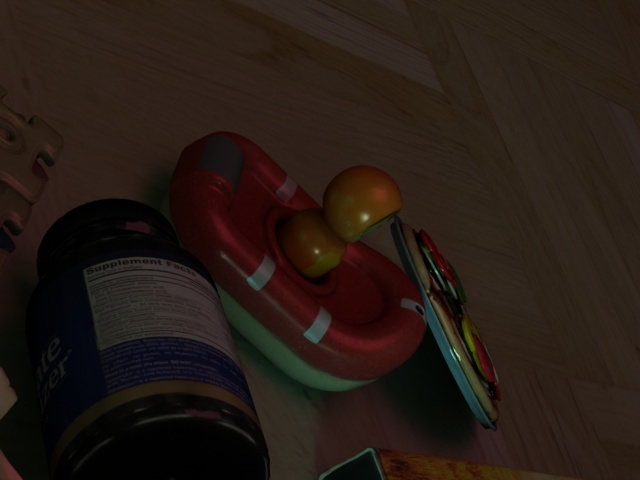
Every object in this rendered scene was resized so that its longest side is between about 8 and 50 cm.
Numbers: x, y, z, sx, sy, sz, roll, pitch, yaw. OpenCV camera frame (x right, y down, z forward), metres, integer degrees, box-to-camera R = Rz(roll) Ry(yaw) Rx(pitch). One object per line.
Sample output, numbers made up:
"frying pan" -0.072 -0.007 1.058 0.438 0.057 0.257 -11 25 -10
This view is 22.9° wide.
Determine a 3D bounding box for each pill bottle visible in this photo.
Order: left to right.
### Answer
"pill bottle" -0.110 0.075 0.941 0.123 0.123 0.219 33 21 -35

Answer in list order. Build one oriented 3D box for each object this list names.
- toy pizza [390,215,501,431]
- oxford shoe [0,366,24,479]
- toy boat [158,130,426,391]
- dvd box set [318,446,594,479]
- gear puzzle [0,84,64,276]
"toy pizza" 0.114 0.066 1.339 0.201 0.032 0.201 63 6 -12
"oxford shoe" -0.185 0.184 0.759 0.146 0.140 0.397 -30 90 -32
"toy boat" 0.000 0.000 1.184 0.231 0.151 0.151 43 30 -21
"dvd box set" 0.190 0.324 1.220 0.420 0.062 0.307 18 45 -49
"gear puzzle" -0.312 -0.109 0.943 0.339 0.044 0.175 40 32 -20
